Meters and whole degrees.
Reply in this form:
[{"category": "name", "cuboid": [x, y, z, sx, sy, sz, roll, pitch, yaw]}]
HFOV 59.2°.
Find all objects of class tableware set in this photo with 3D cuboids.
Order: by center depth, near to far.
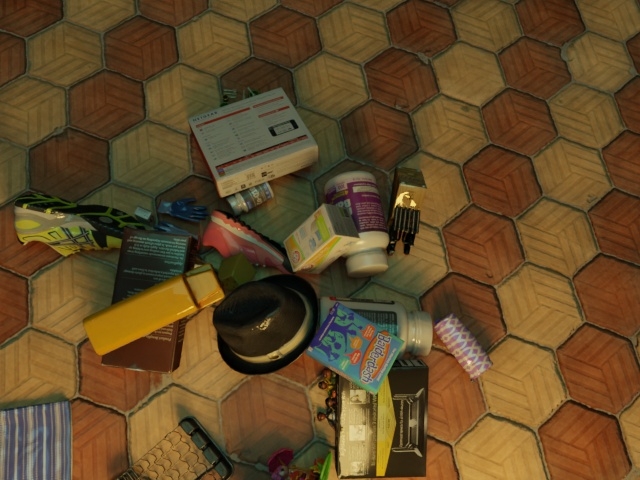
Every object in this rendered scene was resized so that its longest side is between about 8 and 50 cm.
[{"category": "tableware set", "cuboid": [-0.264, -0.477, 1.924, 0.154, 0.024, 0.103, 4, 71, -4]}]

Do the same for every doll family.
[{"category": "doll family", "cuboid": [0.044, 0.441, 1.599, 0.112, 0.076, 0.192, -2, 74, -10]}]

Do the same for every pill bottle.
[{"category": "pill bottle", "cuboid": [0.150, 0.257, 1.617, 0.319, 0.176, 0.176, 4, 70, -3]}, {"category": "pill bottle", "cuboid": [0.116, -0.046, 1.725, 0.170, 0.169, 0.301, -8, 71, -7]}, {"category": "pill bottle", "cuboid": [-0.224, -0.137, 1.778, 0.137, 0.078, 0.078, -30, 76, -14]}]

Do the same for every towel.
[{"category": "towel", "cuboid": [-0.840, 0.569, 1.501, 0.336, 0.040, 0.243, -6, 72, -7]}]

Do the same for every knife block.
[{"category": "knife block", "cuboid": [0.265, -0.088, 1.809, 0.088, 0.241, 0.275, 11, 25, -2]}]

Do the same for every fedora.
[{"category": "fedora", "cuboid": [-0.174, 0.207, 1.555, 0.334, 0.152, 0.333, -14, 56, 21]}]

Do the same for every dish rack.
[{"category": "dish rack", "cuboid": [-0.394, 0.631, 1.500, 0.272, 0.074, 0.208, -40, 77, -14]}]

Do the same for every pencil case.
[{"category": "pencil case", "cuboid": [0.420, 0.311, 1.666, 0.086, 0.088, 0.206, -33, 77, -7]}]

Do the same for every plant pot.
[{"category": "plant pot", "cuboid": [-0.252, 0.100, 1.654, 0.081, 0.081, 0.083, -21, 27, 27]}]

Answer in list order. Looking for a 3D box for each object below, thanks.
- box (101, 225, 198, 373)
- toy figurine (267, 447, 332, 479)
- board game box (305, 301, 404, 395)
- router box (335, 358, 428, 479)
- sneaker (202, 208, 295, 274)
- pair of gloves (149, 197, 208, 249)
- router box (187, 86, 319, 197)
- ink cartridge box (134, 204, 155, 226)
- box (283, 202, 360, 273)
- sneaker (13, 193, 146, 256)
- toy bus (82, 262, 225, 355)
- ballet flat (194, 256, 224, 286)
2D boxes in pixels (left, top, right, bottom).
[{"category": "box", "cuboid": [-0.469, 0.165, 1.576, 0.191, 0.143, 0.380, 8, 84, -2]}, {"category": "toy figurine", "cuboid": [-0.068, 0.620, 1.496, 0.159, 0.173, 0.130, 11, 107, 12]}, {"category": "board game box", "cuboid": [0.091, 0.282, 1.477, 0.210, 0.047, 0.160, 29, 66, 8]}, {"category": "router box", "cuboid": [0.164, 0.483, 1.532, 0.243, 0.081, 0.308, 1, 93, -5]}, {"category": "sneaker", "cuboid": [-0.220, 0.035, 1.720, 0.314, 0.116, 0.136, 33, 95, 4]}, {"category": "pair of gloves", "cuboid": [-0.437, -0.055, 1.744, 0.160, 0.023, 0.198, 11, 58, -9]}, {"category": "router box", "cuboid": [-0.216, -0.321, 1.802, 0.336, 0.082, 0.301, -21, 58, -11]}, {"category": "ink cartridge box", "cuboid": [-0.540, -0.076, 1.728, 0.048, 0.083, 0.028, 23, 70, 4]}, {"category": "box", "cuboid": [0.000, 0.000, 1.643, 0.103, 0.203, 0.114, 8, 52, -42]}, {"category": "sneaker", "cuboid": [-0.710, -0.027, 1.689, 0.385, 0.145, 0.147, 15, 110, -9]}, {"category": "toy bus", "cuboid": [-0.418, 0.171, 1.444, 0.333, 0.130, 0.108, -25, 88, -5]}, {"category": "ballet flat", "cuboid": [-0.391, 0.073, 1.693, 0.233, 0.073, 0.080, 22, 72, 4]}]
